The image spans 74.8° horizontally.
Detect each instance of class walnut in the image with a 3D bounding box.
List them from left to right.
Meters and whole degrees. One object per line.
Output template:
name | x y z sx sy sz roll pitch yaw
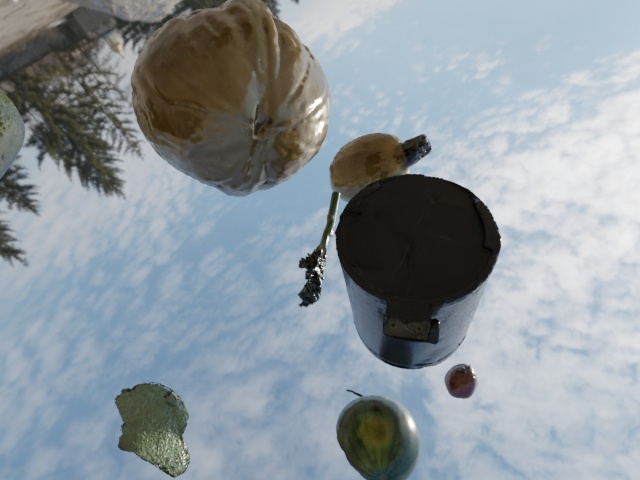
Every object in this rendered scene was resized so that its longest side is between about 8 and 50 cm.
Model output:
walnut | -0.139 -0.225 0.678 0.333 0.332 0.332 -20 -142 16

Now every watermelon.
watermelon | 0.148 0.442 0.987 0.127 0.204 0.232 -64 175 22

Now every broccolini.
broccolini | 0.002 -0.006 0.832 0.062 0.123 0.271 18 -121 -5

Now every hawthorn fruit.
hawthorn fruit | 0.347 0.340 1.033 0.081 0.093 0.081 -7 -141 5

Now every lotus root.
lotus root | 0.151 -0.194 1.093 0.310 0.183 0.182 -11 -141 49

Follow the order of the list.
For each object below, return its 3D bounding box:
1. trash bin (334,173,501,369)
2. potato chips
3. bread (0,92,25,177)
trash bin | 0.136 0.059 0.634 0.203 0.301 0.252 0 -119 11
potato chips | -0.396 0.457 1.009 0.059 0.167 0.228 -42 -121 49
bread | -0.515 -0.059 0.525 0.166 0.112 0.383 125 -17 -55
